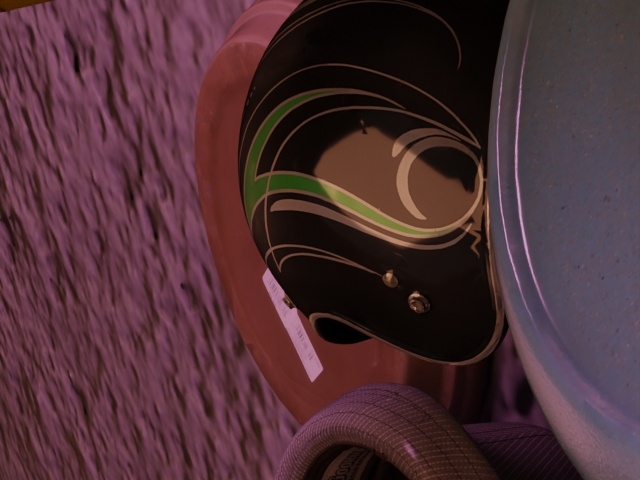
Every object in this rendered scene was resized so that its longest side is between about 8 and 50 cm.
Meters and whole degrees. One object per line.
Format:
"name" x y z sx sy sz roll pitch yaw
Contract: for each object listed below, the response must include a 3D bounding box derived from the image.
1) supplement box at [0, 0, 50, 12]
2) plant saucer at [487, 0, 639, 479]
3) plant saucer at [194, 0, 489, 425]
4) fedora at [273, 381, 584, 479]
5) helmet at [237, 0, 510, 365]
"supplement box" -0.099 -0.205 0.673 0.194 0.356 0.195 29 131 57
"plant saucer" 0.137 -0.059 0.477 0.317 0.044 0.317 -32 50 50
"plant saucer" 0.000 0.000 0.980 0.278 0.041 0.278 43 143 46
"fedora" 0.073 0.195 0.847 0.244 0.124 0.275 16 111 59
"helmet" 0.046 -0.034 0.719 0.161 0.169 0.169 15 120 43
